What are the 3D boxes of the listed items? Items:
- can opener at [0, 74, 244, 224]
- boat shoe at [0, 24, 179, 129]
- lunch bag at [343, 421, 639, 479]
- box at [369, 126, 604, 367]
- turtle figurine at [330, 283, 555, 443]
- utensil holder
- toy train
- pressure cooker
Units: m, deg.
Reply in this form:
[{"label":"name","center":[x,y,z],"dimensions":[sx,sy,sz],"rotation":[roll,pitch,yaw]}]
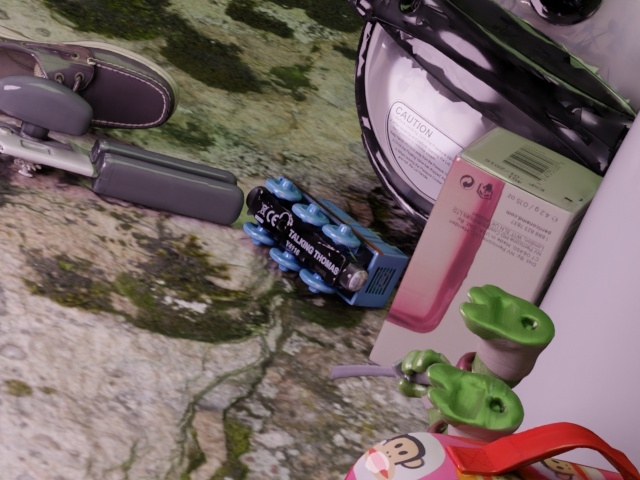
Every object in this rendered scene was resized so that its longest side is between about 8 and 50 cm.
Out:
[{"label":"can opener","center":[-0.207,-0.086,1.889],"dimensions":[0.280,0.093,0.074],"rotation":[19,21,-22]},{"label":"boat shoe","center":[-0.295,-0.167,1.972],"dimensions":[0.285,0.103,0.092],"rotation":[16,28,-7]},{"label":"lunch bag","center":[0.136,0.239,1.246],"dimensions":[0.293,0.258,0.120],"rotation":[12,24,-23]},{"label":"box","center":[0.162,0.028,1.781],"dimensions":[0.127,0.232,0.148],"rotation":[28,23,13]},{"label":"turtle figurine","center":[0.051,0.150,1.365],"dimensions":[0.198,0.266,0.274],"rotation":[-19,57,-35]},{"label":"utensil holder","center":[0.353,0.090,1.623],"dimensions":[0.328,0.385,0.327],"rotation":[20,22,-9]},{"label":"toy train","center":[0.000,0.000,1.903],"dimensions":[0.105,0.080,0.184],"rotation":[11,21,-48]},{"label":"pressure cooker","center":[0.229,-0.168,2.002],"dimensions":[0.370,0.375,0.420],"rotation":[-7,-5,17]}]
